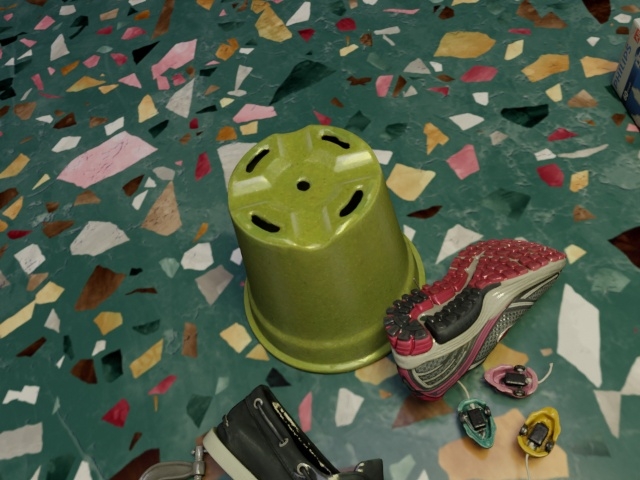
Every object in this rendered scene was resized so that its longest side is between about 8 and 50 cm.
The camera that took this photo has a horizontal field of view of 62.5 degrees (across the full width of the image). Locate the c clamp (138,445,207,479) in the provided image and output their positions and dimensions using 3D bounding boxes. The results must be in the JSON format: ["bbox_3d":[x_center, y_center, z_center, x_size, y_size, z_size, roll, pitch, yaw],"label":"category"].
[{"bbox_3d":[-0.171,0.333,0.647,0.137,0.022,0.161,-4,56,9],"label":"c clamp"}]

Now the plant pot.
[{"bbox_3d":[0.000,0.000,0.695,0.276,0.254,0.276,-5,56,7],"label":"plant pot"}]

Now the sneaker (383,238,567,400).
[{"bbox_3d":[0.205,0.086,0.690,0.299,0.112,0.121,-27,25,-25],"label":"sneaker"}]

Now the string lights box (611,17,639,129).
[{"bbox_3d":[0.546,-0.211,0.799,0.076,0.133,0.260,-10,55,5],"label":"string lights box"}]

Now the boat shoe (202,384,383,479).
[{"bbox_3d":[0.021,0.279,0.582,0.340,0.127,0.113,27,74,34],"label":"boat shoe"}]

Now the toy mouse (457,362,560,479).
[{"bbox_3d":[0.220,0.203,0.648,0.143,0.031,0.161,22,60,31],"label":"toy mouse"}]
